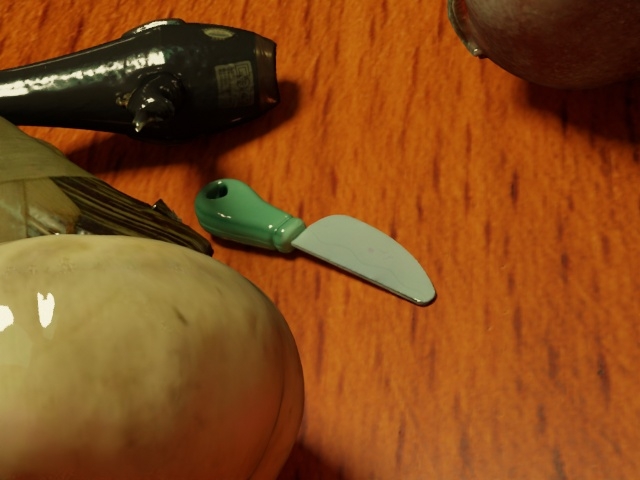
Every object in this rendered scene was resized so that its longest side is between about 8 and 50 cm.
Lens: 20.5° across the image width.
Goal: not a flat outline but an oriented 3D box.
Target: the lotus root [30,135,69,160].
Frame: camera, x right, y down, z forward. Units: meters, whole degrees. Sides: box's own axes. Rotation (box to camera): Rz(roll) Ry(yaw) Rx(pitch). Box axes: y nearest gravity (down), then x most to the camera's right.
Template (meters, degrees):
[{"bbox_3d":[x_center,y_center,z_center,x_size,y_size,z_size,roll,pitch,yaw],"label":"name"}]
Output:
[{"bbox_3d":[-0.293,-0.047,1.655,0.192,0.088,0.113,2,62,26],"label":"lotus root"}]

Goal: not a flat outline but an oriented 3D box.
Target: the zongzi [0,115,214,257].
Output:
[{"bbox_3d":[-0.245,-0.050,1.467,0.289,0.317,0.154,0,30,26],"label":"zongzi"}]

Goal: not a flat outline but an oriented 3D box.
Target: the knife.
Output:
[{"bbox_3d":[0.001,-0.001,1.512,0.260,0.034,0.063,20,49,32],"label":"knife"}]

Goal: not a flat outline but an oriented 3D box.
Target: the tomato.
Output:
[{"bbox_3d":[0.222,-0.285,1.477,0.283,0.316,0.316,-2,43,0],"label":"tomato"}]

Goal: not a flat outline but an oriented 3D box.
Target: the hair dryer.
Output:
[{"bbox_3d":[-0.183,-0.125,1.540,0.304,0.120,0.359,-3,10,-3],"label":"hair dryer"}]

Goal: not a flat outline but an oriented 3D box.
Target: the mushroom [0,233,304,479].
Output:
[{"bbox_3d":[-0.194,0.140,1.232,0.353,0.325,0.353,-8,44,8],"label":"mushroom"}]
